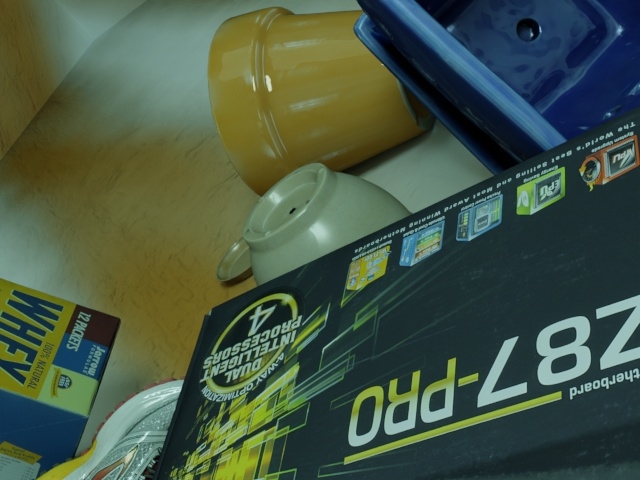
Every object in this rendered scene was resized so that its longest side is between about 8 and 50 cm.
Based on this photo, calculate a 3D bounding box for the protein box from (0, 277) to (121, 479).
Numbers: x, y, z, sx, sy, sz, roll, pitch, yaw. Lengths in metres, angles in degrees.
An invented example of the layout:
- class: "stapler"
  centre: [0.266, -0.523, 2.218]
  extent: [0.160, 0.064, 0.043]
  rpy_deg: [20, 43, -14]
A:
- class: "protein box"
  centre: [-0.318, 0.153, 0.924]
  extent: [0.136, 0.199, 0.201]
  rpy_deg: [-86, 19, -57]

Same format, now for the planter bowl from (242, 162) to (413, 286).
- class: "planter bowl"
  centre: [0.000, 0.000, 0.893]
  extent: [0.162, 0.109, 0.162]
  rpy_deg: [-33, 25, 18]

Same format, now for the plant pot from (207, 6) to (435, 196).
- class: "plant pot"
  centre: [0.014, -0.159, 1.056]
  extent: [0.188, 0.205, 0.205]
  rpy_deg: [-11, 36, 25]

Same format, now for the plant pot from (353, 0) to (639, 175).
- class: "plant pot"
  centre: [0.171, -0.180, 0.764]
  extent: [0.236, 0.236, 0.212]
  rpy_deg: [-45, -1, -6]

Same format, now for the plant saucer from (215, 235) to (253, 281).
- class: "plant saucer"
  centre: [-0.079, 0.018, 1.098]
  extent: [0.083, 0.015, 0.083]
  rpy_deg: [-34, 25, 18]

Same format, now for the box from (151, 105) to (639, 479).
- class: "box"
  centre: [0.059, 0.117, 0.602]
  extent: [0.395, 0.097, 0.318]
  rpy_deg: [-25, 36, 32]

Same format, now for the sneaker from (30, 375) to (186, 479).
- class: "sneaker"
  centre: [-0.160, 0.208, 0.849]
  extent: [0.225, 0.088, 0.092]
  rpy_deg: [-42, 50, -9]
